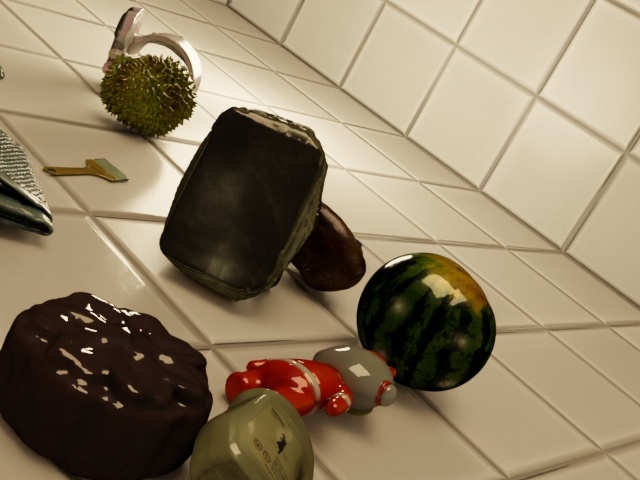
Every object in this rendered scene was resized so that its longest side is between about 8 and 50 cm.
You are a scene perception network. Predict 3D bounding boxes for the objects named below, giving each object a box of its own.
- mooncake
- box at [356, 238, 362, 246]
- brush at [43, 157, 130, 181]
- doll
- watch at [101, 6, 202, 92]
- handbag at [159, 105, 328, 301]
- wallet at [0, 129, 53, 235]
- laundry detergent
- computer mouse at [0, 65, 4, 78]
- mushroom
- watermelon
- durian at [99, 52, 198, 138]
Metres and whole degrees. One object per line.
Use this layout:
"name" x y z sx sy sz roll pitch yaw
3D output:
"mooncake" -0.271 0.173 1.247 0.283 0.141 0.283 27 16 -9
"box" 0.023 -0.015 2.318 0.126 0.027 0.125 40 22 30
"brush" -0.478 -0.141 1.959 0.083 0.011 0.205 37 21 22
"doll" 0.007 0.229 1.550 0.200 0.105 0.336 20 15 39
"watch" -0.420 -0.448 2.474 0.231 0.244 0.196 22 18 2
"handbag" -0.128 -0.066 1.812 0.247 0.340 0.240 24 0 2
"wallet" -0.583 -0.138 1.663 0.237 0.075 0.342 29 11 -36
"laundry detergent" -0.074 0.282 1.267 0.181 0.091 0.253 59 17 -6
"computer mouse" -0.761 -0.403 2.199 0.110 0.032 0.056 29 18 2
"mushroom" -0.011 0.010 1.989 0.194 0.138 0.231 48 -9 -36
"watermelon" 0.193 0.150 1.797 0.269 0.269 0.269 26 19 -9
"durian" -0.397 -0.347 2.311 0.176 0.200 0.237 28 10 35
